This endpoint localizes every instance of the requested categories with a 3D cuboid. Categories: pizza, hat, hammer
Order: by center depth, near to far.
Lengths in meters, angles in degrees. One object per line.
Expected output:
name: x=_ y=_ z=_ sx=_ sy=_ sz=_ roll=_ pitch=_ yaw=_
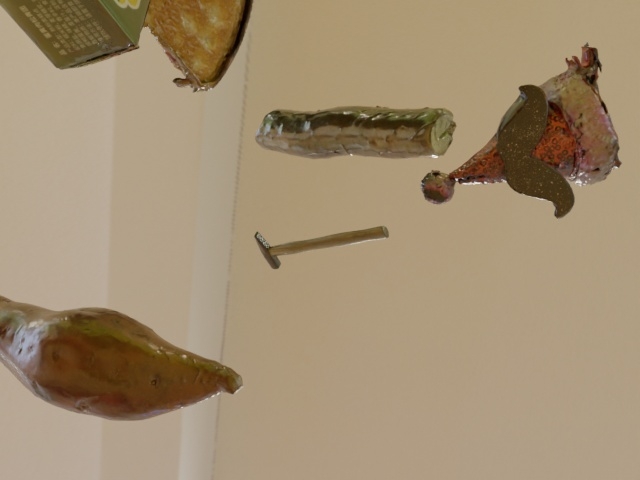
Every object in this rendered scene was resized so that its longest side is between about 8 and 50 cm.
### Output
hat: x=0.211 y=-0.102 z=0.923 sx=0.227 sy=0.129 sz=0.140 roll=-22 pitch=-58 yaw=-5
hammer: x=0.000 y=0.000 z=1.125 sx=0.199 sy=0.013 sz=0.062 roll=-11 pitch=-55 yaw=34
pizza: x=-0.237 y=-0.367 z=1.407 sx=0.288 sy=0.074 sz=0.251 roll=-11 pitch=-75 yaw=-23

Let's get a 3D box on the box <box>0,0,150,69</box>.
box: x=-0.356 y=-0.491 z=1.074 sx=0.138 sy=0.373 sz=0.420 roll=-11 pitch=-38 yaw=22

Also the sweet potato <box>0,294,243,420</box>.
sweet potato: x=-0.243 y=0.121 z=0.879 sx=0.359 sy=0.112 sz=0.112 roll=8 pitch=-73 yaw=21

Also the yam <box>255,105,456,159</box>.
yam: x=0.036 y=-0.140 z=1.113 sx=0.317 sy=0.071 sz=0.067 roll=8 pitch=-51 yaw=43
